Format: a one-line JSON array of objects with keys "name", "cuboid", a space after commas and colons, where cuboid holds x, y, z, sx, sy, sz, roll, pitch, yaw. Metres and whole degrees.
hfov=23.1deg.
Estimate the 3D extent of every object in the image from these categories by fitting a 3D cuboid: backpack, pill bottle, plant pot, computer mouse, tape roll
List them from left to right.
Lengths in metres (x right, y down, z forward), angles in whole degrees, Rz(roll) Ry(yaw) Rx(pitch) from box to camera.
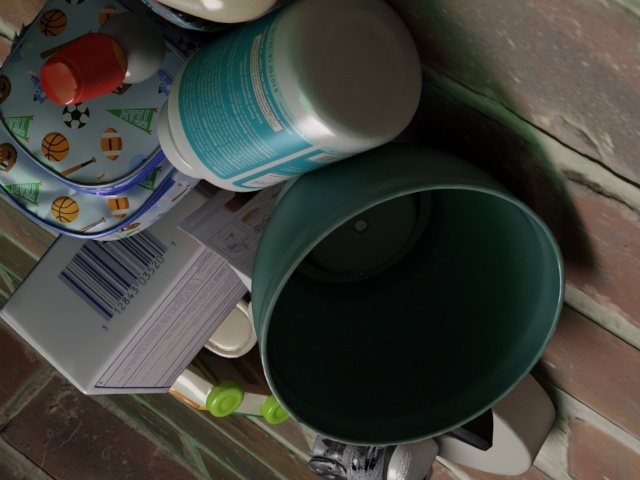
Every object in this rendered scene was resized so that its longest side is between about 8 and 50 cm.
[{"name": "backpack", "cuboid": [-0.226, -0.131, 1.647, 0.276, 0.263, 0.213, 40, -170, 12]}, {"name": "pill bottle", "cuboid": [-0.042, -0.128, 1.427, 0.146, 0.146, 0.264, 49, 144, -19]}, {"name": "plant pot", "cuboid": [0.059, 0.023, 1.501, 0.293, 0.293, 0.196, 57, -178, -37]}, {"name": "tape roll", "cuboid": [0.094, 0.151, 1.871, 0.392, 0.072, 0.392, 29, 163, 9]}, {"name": "computer mouse", "cuboid": [0.090, 0.150, 1.671, 0.184, 0.060, 0.262, 29, 174, -7]}]

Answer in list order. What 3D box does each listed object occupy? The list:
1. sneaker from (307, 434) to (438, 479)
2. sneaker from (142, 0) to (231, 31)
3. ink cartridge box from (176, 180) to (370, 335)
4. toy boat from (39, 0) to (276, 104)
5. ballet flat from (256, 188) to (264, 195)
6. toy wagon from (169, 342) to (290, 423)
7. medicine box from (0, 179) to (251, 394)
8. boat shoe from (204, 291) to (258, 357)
[{"name": "sneaker", "cuboid": [0.061, 0.279, 1.981, 0.153, 0.101, 0.268, 25, 166, 10]}, {"name": "sneaker", "cuboid": [-0.194, -0.297, 1.518, 0.262, 0.104, 0.125, 49, 162, -18]}, {"name": "ink cartridge box", "cuboid": [-0.014, 0.006, 1.696, 0.225, 0.181, 0.056, 32, 145, 26]}, {"name": "toy boat", "cuboid": [-0.148, -0.258, 1.367, 0.267, 0.148, 0.318, 37, 125, 11]}, {"name": "ballet flat", "cuboid": [0.000, 0.000, 1.847, 0.188, 0.070, 0.070, 43, 164, -32]}, {"name": "toy wagon", "cuboid": [-0.194, 0.162, 2.318, 0.344, 0.068, 0.267, 14, -155, -48]}, {"name": "medicine box", "cuboid": [-0.199, 0.038, 1.873, 0.149, 0.263, 0.289, 40, -175, 13]}, {"name": "boat shoe", "cuboid": [-0.214, 0.043, 2.294, 0.324, 0.116, 0.097, 40, -171, 3]}]
